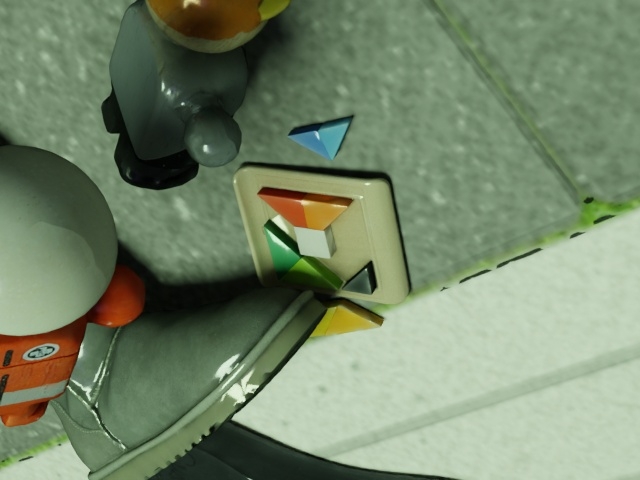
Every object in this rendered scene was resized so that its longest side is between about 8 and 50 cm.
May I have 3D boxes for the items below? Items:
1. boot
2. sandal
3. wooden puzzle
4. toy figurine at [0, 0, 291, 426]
[{"bbox_3d":[-0.121,0.012,0.614,0.189,0.076,0.208,-38,90,33],"label":"boot"},{"bbox_3d":[0.010,0.160,0.677,0.254,0.054,0.097,13,132,18],"label":"sandal"},{"bbox_3d":[0.000,0.000,0.578,0.078,0.014,0.116,-1,126,28],"label":"wooden puzzle"},{"bbox_3d":[-0.132,-0.061,0.458,0.213,0.210,0.148,33,146,0],"label":"toy figurine"}]
